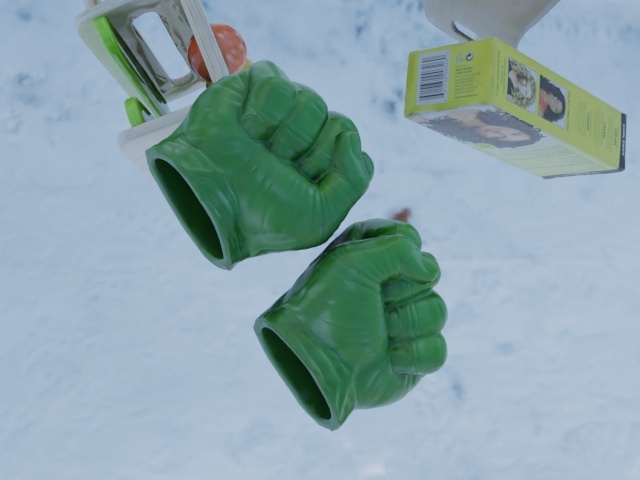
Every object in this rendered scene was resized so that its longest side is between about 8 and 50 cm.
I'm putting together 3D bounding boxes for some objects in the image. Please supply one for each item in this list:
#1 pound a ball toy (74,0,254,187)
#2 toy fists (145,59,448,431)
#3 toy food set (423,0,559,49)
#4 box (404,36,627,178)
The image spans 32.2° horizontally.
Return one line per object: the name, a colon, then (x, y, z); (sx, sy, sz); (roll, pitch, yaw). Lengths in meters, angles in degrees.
pound a ball toy: (-0.138, -0.177, 1.038); (0.135, 0.319, 0.208); (-21, 79, 0)
toy fists: (0.000, 0.000, 0.824); (0.142, 0.096, 0.279); (-37, 102, -23)
toy food set: (0.324, -0.397, 1.636); (0.306, 0.220, 0.092); (-44, 136, 0)
box: (0.171, -0.105, 0.936); (0.232, 0.087, 0.058); (14, 77, -48)
